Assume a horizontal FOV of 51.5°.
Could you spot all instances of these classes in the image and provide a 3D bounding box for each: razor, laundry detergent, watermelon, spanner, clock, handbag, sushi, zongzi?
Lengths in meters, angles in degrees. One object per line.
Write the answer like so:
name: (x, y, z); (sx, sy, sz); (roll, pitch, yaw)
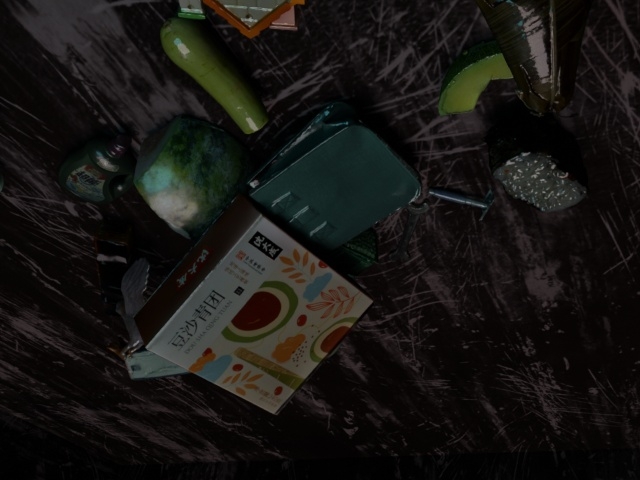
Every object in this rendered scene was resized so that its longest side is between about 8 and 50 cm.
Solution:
razor: (0.296, -0.091, 1.418); (0.134, 0.040, 0.068); (15, 145, -1)
laundry detergent: (-0.454, -0.159, 1.413); (0.144, 0.078, 0.221); (31, 137, -34)
watermelon: (-0.235, -0.111, 1.397); (0.305, 0.224, 0.180); (41, 177, -43)
spanner: (0.205, -0.018, 1.552); (0.054, 0.015, 0.255); (6, 146, -3)
clock: (-0.109, -0.421, 0.947); (0.219, 0.106, 0.255); (7, 151, 3)
handbag: (0.029, -0.123, 1.313); (0.274, 0.100, 0.268); (-36, 134, 22)
sushi: (0.399, -0.147, 1.228); (0.225, 0.127, 0.124); (23, 143, -35)
zongzi: (0.371, -0.316, 0.948); (0.241, 0.111, 0.248); (-21, 111, 27)

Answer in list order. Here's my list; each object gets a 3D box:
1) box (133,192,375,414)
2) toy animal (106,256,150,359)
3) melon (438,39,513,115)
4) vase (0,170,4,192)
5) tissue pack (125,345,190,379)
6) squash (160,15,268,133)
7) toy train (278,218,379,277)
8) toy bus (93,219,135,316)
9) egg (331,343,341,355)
box: (-0.128, 0.148, 1.408); (0.344, 0.122, 0.385); (-49, 128, 3)
toy animal: (-0.409, 0.232, 1.708); (0.302, 0.284, 0.225); (-38, 154, 19)
melon: (0.294, -0.282, 1.108); (0.209, 0.064, 0.118); (-8, 143, 17)
vase: (-0.747, -0.194, 1.342); (0.173, 0.173, 0.321); (11, 150, -6)
tissue pack: (-0.367, 0.294, 1.881); (0.227, 0.103, 0.315); (-11, -173, 24)
squash: (-0.183, -0.291, 1.158); (0.083, 0.083, 0.250); (-14, 140, 28)
toy train: (0.000, 0.000, 1.537); (0.269, 0.115, 0.154); (26, 133, -25)
toy bus: (-0.541, 0.086, 1.771); (0.093, 0.092, 0.409); (10, 146, -8)
egg: (-0.009, 0.261, 1.881); (0.149, 0.149, 0.192); (14, 146, -10)
